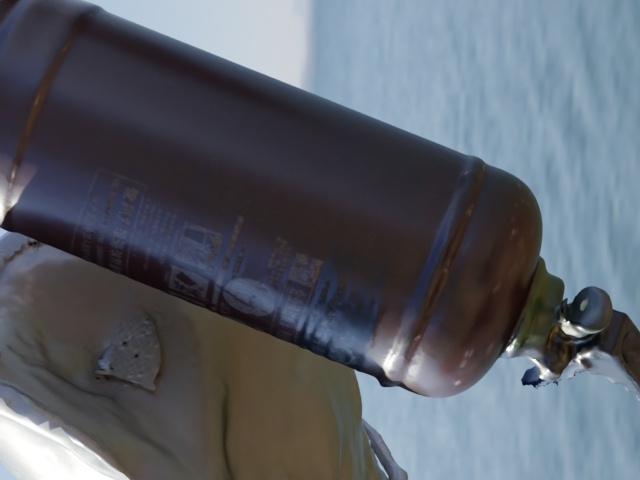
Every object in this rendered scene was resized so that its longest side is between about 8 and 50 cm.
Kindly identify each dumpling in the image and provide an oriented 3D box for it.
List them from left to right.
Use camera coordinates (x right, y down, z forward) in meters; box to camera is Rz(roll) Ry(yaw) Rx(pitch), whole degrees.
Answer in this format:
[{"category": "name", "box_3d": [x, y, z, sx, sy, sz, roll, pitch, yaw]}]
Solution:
[{"category": "dumpling", "box_3d": [-0.058, 0.082, 0.802, 0.181, 0.260, 0.341, -51, -2, -14]}]

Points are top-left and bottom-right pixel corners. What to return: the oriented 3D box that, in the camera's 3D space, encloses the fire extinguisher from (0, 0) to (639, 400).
[{"category": "fire extinguisher", "box_3d": [0.000, 0.000, 0.669, 0.138, 0.344, 0.102, 108, -176, -70]}]
